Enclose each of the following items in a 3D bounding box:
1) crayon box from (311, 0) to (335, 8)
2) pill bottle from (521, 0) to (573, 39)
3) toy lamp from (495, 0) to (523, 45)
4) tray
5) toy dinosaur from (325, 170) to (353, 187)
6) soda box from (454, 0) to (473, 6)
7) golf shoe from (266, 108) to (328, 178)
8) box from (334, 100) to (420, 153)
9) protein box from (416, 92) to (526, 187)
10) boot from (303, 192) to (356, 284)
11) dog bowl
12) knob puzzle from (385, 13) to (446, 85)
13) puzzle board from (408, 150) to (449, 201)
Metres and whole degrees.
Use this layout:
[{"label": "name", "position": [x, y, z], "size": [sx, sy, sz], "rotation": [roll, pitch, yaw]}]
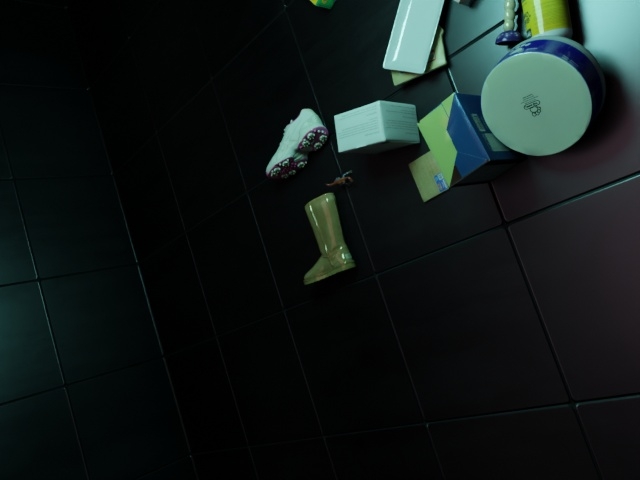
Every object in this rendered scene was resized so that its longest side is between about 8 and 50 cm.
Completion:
[{"label": "crayon box", "position": [-0.031, -0.911, 1.930], "size": [0.278, 0.081, 0.165], "rotation": [51, 128, 26]}, {"label": "pill bottle", "position": [0.548, -0.524, 1.414], "size": [0.103, 0.103, 0.184], "rotation": [-9, 91, 45]}, {"label": "toy lamp", "position": [0.478, -0.640, 1.481], "size": [0.080, 0.080, 0.274], "rotation": [5, 100, 44]}, {"label": "tray", "position": [0.278, -0.617, 1.683], "size": [0.145, 0.030, 0.270], "rotation": [22, 101, 37]}, {"label": "toy dinosaur", "position": [0.074, -0.195, 1.961], "size": [0.047, 0.090, 0.082], "rotation": [63, 166, -5]}, {"label": "soda box", "position": [0.407, -0.719, 1.547], "size": [0.058, 0.063, 0.183], "rotation": [48, 126, 28]}, {"label": "golf shoe", "position": [-0.095, -0.339, 2.084], "size": [0.306, 0.115, 0.140], "rotation": [-39, 59, 34]}, {"label": "box", "position": [0.170, -0.334, 1.761], "size": [0.181, 0.182, 0.119], "rotation": [-7, 90, 44]}, {"label": "protein box", "position": [0.397, -0.262, 1.537], "size": [0.136, 0.201, 0.200], "rotation": [-36, 72, 42]}, {"label": "boot", "position": [0.000, 0.000, 2.057], "size": [0.236, 0.089, 0.269], "rotation": [-25, 79, 33]}, {"label": "dog bowl", "position": [0.524, -0.339, 1.396], "size": [0.265, 0.104, 0.265], "rotation": [25, 138, 25]}, {"label": "knob puzzle", "position": [0.278, -0.571, 1.719], "size": [0.213, 0.030, 0.213], "rotation": [-2, 87, 38]}, {"label": "puzzle board", "position": [0.324, -0.192, 1.755], "size": [0.096, 0.011, 0.128], "rotation": [-30, 77, 42]}]
